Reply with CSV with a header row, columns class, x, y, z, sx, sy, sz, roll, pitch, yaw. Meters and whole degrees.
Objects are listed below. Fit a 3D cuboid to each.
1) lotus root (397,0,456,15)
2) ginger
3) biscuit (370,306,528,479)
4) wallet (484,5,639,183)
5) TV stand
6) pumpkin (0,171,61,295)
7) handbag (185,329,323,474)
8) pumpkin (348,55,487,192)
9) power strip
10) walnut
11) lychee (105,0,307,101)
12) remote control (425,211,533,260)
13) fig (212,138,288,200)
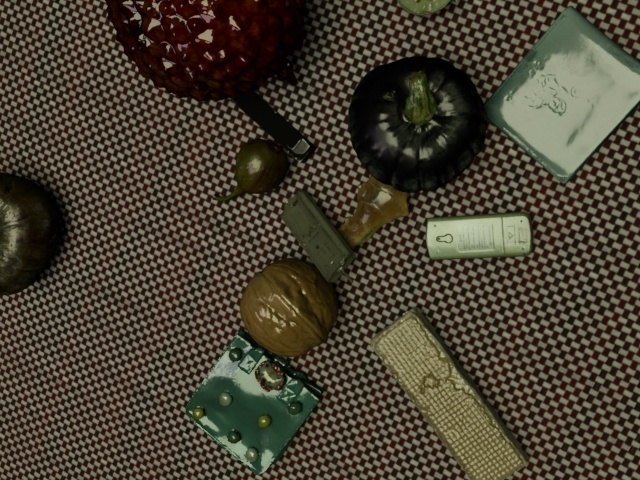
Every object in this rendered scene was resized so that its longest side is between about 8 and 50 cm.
class,x,y,z,sx,sy,sz,roll,pitch,yaw
lotus root,0.242,-0.585,1.789,0.183,0.078,0.203,-25,80,32
ginger,0.091,-0.057,1.896,0.295,0.086,0.131,-37,101,23
biscuit,0.289,0.354,1.875,0.144,0.078,0.426,-39,84,17
wallet,0.517,-0.303,1.743,0.251,0.054,0.290,45,112,13
TV stand,-0.120,-0.283,1.957,0.256,0.040,0.049,43,107,9
pumpkin,-0.795,-0.045,2.102,0.232,0.242,0.324,-32,90,27
handbag,-0.171,0.396,2.018,0.269,0.100,0.274,39,107,11
pumpkin,0.203,-0.247,1.727,0.296,0.296,0.295,2,97,18
power strip,0.000,0.000,1.899,0.092,0.034,0.268,-53,57,25
walnut,-0.069,0.154,1.905,0.228,0.228,0.227,2,97,18
lychee,-0.223,-0.491,1.785,0.425,0.500,0.424,-25,49,33
remote control,0.349,-0.009,1.836,0.234,0.038,0.098,-3,94,19
fig,-0.179,-0.145,1.962,0.236,0.124,0.124,-36,84,30
